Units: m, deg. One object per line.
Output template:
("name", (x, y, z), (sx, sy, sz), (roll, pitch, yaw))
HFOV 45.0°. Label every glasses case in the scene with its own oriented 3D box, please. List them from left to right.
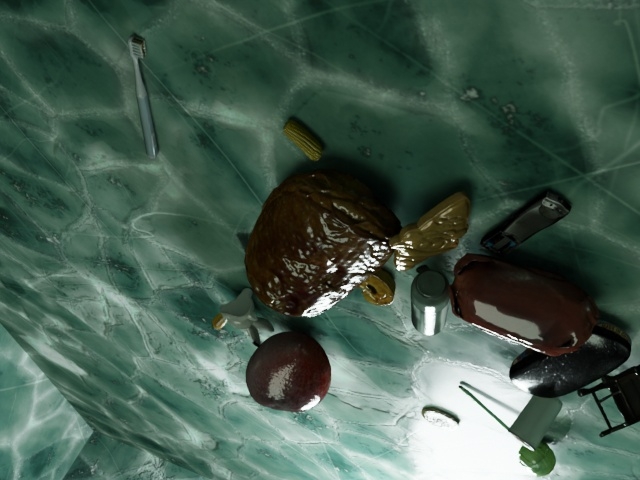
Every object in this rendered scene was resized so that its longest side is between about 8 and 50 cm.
("glasses case", (0.505, 0.247, 1.590), (0.122, 0.082, 0.321), (26, 147, -6))

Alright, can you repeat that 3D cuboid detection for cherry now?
("cherry", (-0.081, 0.342, 2.089), (0.239, 0.206, 0.239), (0, 110, 1))

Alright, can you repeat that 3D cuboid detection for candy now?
("candy", (0.472, 0.480, 1.976), (0.335, 0.093, 0.092), (43, 103, -7))

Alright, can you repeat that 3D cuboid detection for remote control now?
("remote control", (0.359, -0.025, 1.371), (0.059, 0.028, 0.212), (33, 148, -5))

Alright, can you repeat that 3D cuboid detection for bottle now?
("bottle", (0.224, 0.123, 1.600), (0.079, 0.096, 0.254), (-20, 158, -1))

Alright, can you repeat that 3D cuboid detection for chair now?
("chair", (0.655, 0.310, 1.553), (0.229, 0.113, 0.106), (-12, 158, -21))

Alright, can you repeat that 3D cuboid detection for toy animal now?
("toy animal", (-0.211, 0.220, 2.086), (0.127, 0.131, 0.182), (42, 163, 20))

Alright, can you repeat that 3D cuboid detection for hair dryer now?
("hair dryer", (0.513, 0.436, 1.850), (0.073, 0.131, 0.236), (34, 171, 22))

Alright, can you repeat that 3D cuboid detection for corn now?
("corn", (-0.032, -0.187, 1.439), (0.092, 0.037, 0.037), (40, 147, -18))

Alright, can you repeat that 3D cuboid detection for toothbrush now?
("toothbrush", (-0.358, -0.282, 1.572), (0.030, 0.025, 0.342), (22, 147, 7))

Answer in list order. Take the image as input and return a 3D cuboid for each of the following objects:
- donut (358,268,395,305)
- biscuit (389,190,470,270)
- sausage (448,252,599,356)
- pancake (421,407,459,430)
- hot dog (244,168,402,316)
("donut", (0.124, 0.097, 1.715), (0.097, 0.043, 0.108), (2, 138, 37))
("biscuit", (0.208, -0.010, 1.434), (0.035, 0.162, 0.250), (66, 149, 27))
("sausage", (0.376, 0.119, 1.451), (0.279, 0.152, 0.152), (20, 147, 12))
("pancake", (0.332, 0.497, 2.149), (0.114, 0.011, 0.115), (20, 147, 14))
("hot dog", (0.000, 0.000, 1.562), (0.267, 0.174, 0.387), (33, 136, -10))
